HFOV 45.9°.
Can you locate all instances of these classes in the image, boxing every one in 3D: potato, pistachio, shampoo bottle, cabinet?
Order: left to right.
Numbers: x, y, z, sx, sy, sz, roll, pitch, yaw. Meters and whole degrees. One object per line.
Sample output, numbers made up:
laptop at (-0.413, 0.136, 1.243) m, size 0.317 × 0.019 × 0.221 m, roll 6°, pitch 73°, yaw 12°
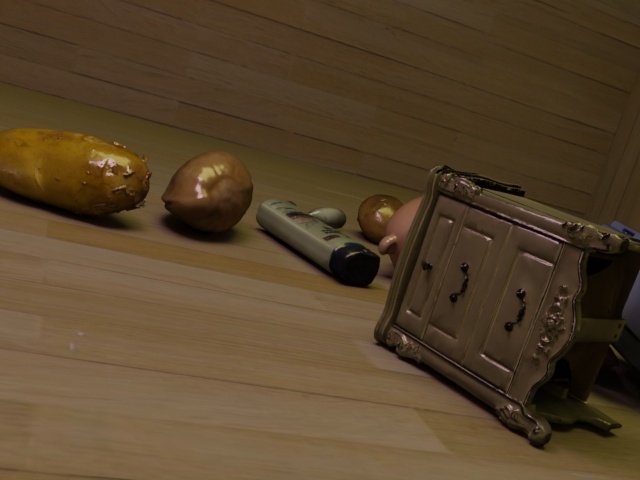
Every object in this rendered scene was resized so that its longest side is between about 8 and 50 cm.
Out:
potato at (-0.457, -0.127, 1.384) m, size 0.300 × 0.140 × 0.173 m, roll 12°, pitch 18°, yaw 2°
pistachio at (-0.227, -0.099, 1.549) m, size 0.181 × 0.162 × 0.293 m, roll -14°, pitch 14°, yaw 2°
shampoo bottle at (0.000, 0.000, 1.607) m, size 0.134 × 0.078 × 0.359 m, roll 12°, pitch 11°, yaw -36°
potato at (0.166, -0.058, 2.028) m, size 0.137 × 0.137 × 0.176 m, roll 14°, pitch 14°, yaw -14°
cabinet at (0.291, 0.084, 1.086) m, size 0.227 × 0.290 × 0.318 m, roll 9°, pitch 15°, yaw -41°

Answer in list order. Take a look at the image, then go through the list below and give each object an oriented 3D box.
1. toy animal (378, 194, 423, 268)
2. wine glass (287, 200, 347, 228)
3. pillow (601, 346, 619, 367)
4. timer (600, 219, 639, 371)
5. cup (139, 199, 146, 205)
toy animal at (0.248, -0.006, 1.683) m, size 0.229 × 0.210 × 0.221 m, roll 49°, pitch 8°, yaw -22°
wine glass at (-0.015, -0.062, 1.938) m, size 0.066 × 0.066 × 0.198 m, roll 26°, pitch 14°, yaw 38°
pillow at (0.382, 0.138, 1.432) m, size 0.307 × 0.108 × 0.305 m, roll 22°, pitch 7°, yaw 5°
timer at (0.612, 0.155, 1.360) m, size 0.395 × 0.173 × 0.395 m, roll 45°, pitch 10°, yaw -10°
cup at (-0.415, -0.116, 1.607) m, size 0.104 × 0.074 × 0.116 m, roll 39°, pitch 0°, yaw -16°
